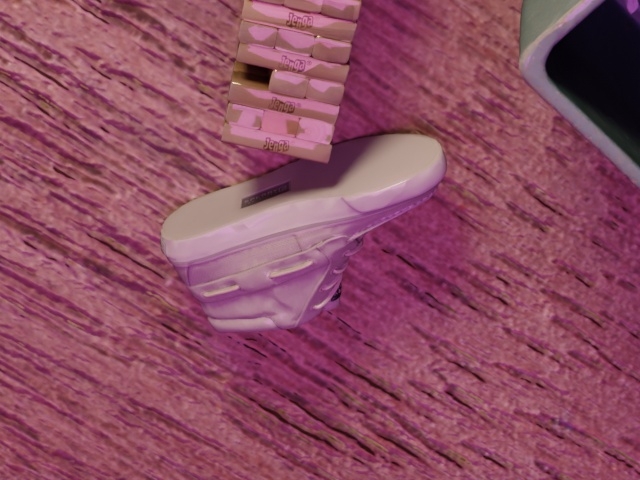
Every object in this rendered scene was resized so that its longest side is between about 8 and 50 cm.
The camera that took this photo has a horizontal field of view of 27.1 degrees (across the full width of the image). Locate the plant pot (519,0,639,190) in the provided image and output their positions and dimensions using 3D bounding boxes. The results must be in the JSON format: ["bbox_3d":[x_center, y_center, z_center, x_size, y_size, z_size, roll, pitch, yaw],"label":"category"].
[{"bbox_3d":[0.294,-0.168,0.947,0.248,0.252,0.247,41,110,-18],"label":"plant pot"}]

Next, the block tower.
[{"bbox_3d":[-0.004,-0.234,1.008,0.097,0.091,0.335,11,116,-6],"label":"block tower"}]

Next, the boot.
[{"bbox_3d":[0.000,0.000,1.139,0.258,0.095,0.123,-16,122,18],"label":"boot"}]
